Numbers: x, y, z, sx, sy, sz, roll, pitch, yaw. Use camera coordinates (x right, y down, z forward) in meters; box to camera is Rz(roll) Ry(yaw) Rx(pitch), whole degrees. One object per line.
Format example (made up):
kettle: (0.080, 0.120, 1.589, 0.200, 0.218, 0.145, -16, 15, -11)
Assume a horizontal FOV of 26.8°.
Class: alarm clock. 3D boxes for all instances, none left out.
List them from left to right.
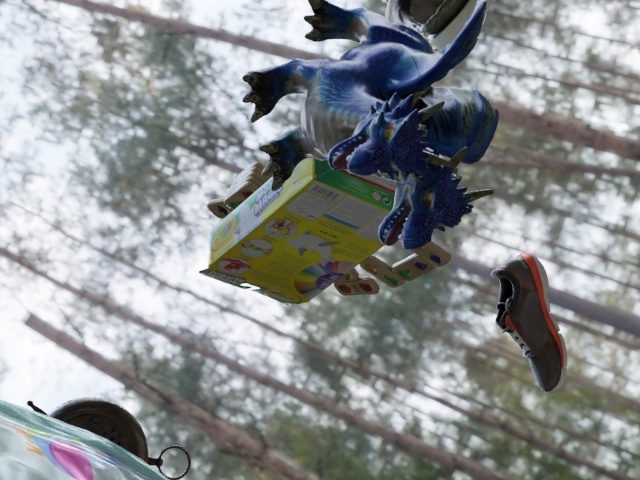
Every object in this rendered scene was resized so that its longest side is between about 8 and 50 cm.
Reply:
alarm clock: (-0.239, 0.243, 1.509, 0.192, 0.064, 0.129, 7, -98, -15)

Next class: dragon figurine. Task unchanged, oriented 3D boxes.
dragon figurine: (0.054, -0.089, 0.754, 0.289, 0.144, 0.085, -49, -44, -48)

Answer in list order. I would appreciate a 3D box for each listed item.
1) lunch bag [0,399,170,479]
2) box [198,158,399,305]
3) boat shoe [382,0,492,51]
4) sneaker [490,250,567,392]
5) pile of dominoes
lunch bag: (-0.061, 0.190, 0.404, 0.160, 0.223, 0.262, -32, -59, 11)
box: (-0.015, -0.005, 1.108, 0.105, 0.179, 0.043, 22, -131, -29)
boat shoe: (0.130, -0.306, 1.291, 0.091, 0.109, 0.305, 32, -133, -14)
sneaker: (0.217, 0.093, 1.449, 0.065, 0.061, 0.157, -17, -85, -21)
pile of dominoes: (0.000, 0.000, 1.597, 0.251, 0.196, 0.040, 33, -125, -19)
